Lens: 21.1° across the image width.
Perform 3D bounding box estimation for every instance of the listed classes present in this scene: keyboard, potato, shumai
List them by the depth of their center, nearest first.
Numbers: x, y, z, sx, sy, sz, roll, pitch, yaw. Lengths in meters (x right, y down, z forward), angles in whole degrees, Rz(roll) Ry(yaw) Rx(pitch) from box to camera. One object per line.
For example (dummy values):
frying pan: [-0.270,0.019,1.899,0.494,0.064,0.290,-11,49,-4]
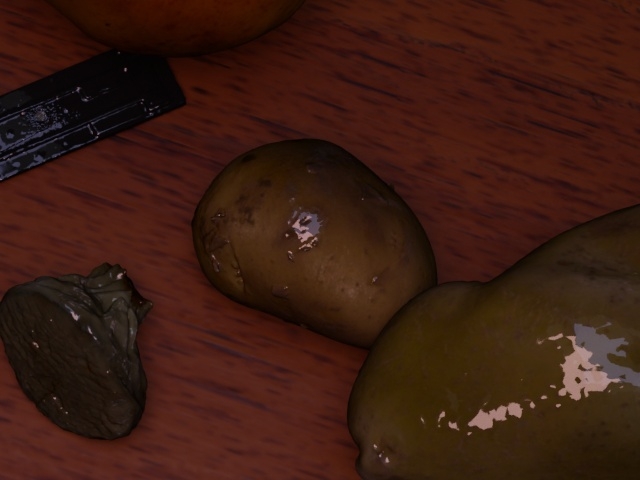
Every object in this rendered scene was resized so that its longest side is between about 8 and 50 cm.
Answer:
potato: [0.185,0.094,1.124,0.351,0.218,0.202,-17,38,-11]
shumai: [-0.152,0.066,1.153,0.087,0.099,0.124,-43,118,-45]
potato: [0.000,0.000,1.171,0.175,0.137,0.137,19,70,-3]
keyboard: [-0.200,-0.085,1.231,0.204,0.013,0.061,-25,77,-15]

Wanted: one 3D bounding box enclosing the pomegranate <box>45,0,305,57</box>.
pomegranate: [-0.100,-0.258,1.177,0.264,0.264,0.264,2,71,-7]
